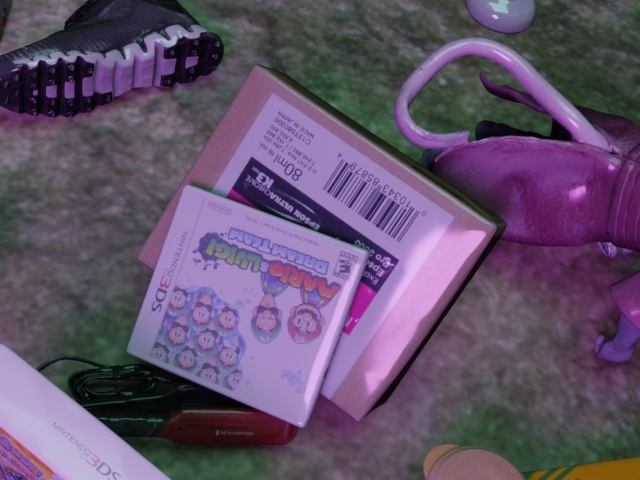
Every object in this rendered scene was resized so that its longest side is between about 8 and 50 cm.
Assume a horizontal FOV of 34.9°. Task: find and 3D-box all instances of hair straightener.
[{"bbox_3d":[-0.137,0.126,0.815,0.231,0.047,0.089,-3,39,-8],"label":"hair straightener"}]

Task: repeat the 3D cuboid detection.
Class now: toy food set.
[{"bbox_3d":[0.113,0.188,0.735,0.083,0.020,0.082,11,54,-6],"label":"toy food set"}]

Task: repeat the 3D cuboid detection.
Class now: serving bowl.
[{"bbox_3d":[0.211,-0.277,1.170,0.083,0.027,0.083,6,54,-9],"label":"serving bowl"}]

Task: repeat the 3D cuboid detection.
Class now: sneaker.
[{"bbox_3d":[-0.218,-0.186,0.983,0.234,0.078,0.106,-19,59,-28],"label":"sneaker"}]

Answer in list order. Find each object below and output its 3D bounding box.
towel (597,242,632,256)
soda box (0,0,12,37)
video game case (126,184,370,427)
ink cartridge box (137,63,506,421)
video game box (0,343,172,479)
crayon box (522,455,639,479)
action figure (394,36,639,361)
[{"bbox_3d":[0.332,-0.040,1.043,0.152,0.023,0.113,-9,61,-21],"label":"towel"},{"bbox_3d":[-0.414,-0.250,0.979,0.216,0.074,0.069,7,55,-8],"label":"soda box"},{"bbox_3d":[-0.058,0.049,0.786,0.157,0.019,0.143,20,92,14],"label":"video game case"},{"bbox_3d":[0.000,0.000,0.830,0.235,0.088,0.193,35,100,11],"label":"ink cartridge box"},{"bbox_3d":[-0.145,0.181,0.678,0.205,0.187,0.048,35,56,12],"label":"video game box"},{"bbox_3d":[0.224,0.272,0.765,0.319,0.081,0.202,-4,57,-16],"label":"crayon box"},{"bbox_3d":[0.285,-0.053,0.875,0.370,0.275,0.248,21,64,34],"label":"action figure"}]
